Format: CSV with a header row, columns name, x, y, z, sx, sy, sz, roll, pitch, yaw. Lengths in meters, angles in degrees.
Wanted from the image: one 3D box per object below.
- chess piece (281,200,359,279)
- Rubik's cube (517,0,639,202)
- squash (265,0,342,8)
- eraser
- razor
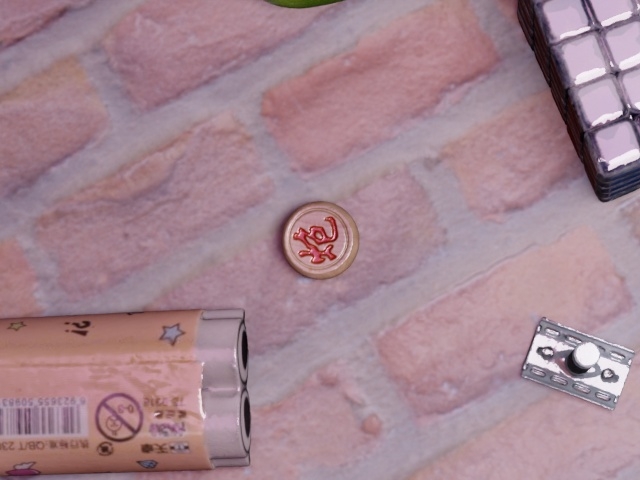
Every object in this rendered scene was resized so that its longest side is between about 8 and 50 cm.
name,x,y,z,sx,sy,sz,roll,pitch,yaw
chess piece,0.000,0.000,1.878,0.083,0.038,0.084,0,88,7
Rubik's cube,0.343,-0.193,1.754,0.237,0.237,0.238,-21,85,4
squash,0.102,-0.343,1.857,0.395,0.107,0.107,-26,83,2
eraser,-0.222,0.162,1.869,0.290,0.087,0.171,-3,88,7
razor,0.260,0.116,1.742,0.106,0.232,0.068,20,85,7
